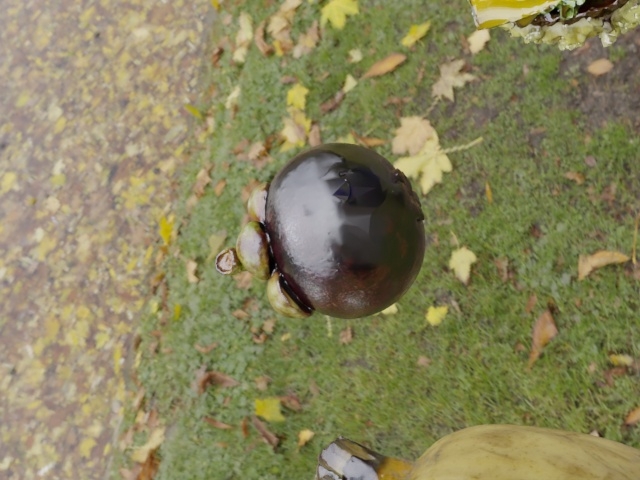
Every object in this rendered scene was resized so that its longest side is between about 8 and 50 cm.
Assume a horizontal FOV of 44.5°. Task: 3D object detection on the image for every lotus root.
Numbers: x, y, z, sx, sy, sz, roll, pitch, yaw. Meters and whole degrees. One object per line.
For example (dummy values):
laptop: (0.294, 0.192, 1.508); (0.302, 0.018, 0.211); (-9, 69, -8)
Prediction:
lotus root: (0.140, 0.220, 0.584); (0.310, 0.183, 0.182); (11, 70, 12)

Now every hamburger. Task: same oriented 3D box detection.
hamburger: (0.213, -0.283, 0.689); (0.243, 0.139, 0.261); (-20, 65, 19)

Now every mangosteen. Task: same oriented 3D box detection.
mangosteen: (0.000, 0.000, 0.854); (0.230, 0.194, 0.194); (-24, 56, 11)
